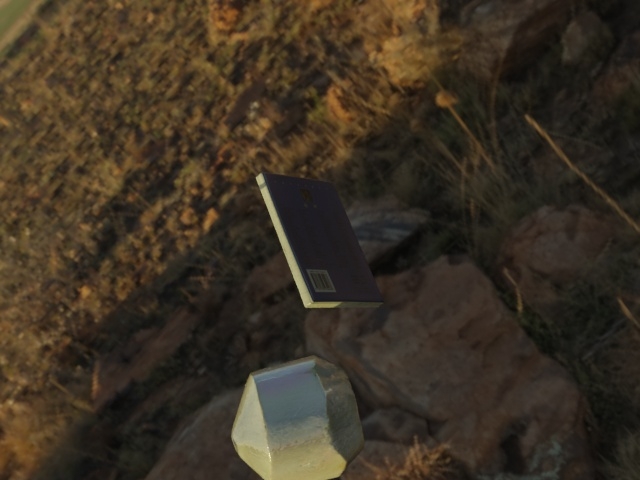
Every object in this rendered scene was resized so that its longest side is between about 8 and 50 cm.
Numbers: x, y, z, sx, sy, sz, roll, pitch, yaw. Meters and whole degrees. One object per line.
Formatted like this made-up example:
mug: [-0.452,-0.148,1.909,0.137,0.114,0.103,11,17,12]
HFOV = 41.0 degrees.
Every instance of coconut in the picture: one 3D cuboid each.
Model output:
coconut: [-0.047,0.317,1.495,0.241,0.241,0.241,-32,30,21]

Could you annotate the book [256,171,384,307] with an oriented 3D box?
book: [0.000,0.000,1.544,0.025,0.191,0.269,-40,61,34]
